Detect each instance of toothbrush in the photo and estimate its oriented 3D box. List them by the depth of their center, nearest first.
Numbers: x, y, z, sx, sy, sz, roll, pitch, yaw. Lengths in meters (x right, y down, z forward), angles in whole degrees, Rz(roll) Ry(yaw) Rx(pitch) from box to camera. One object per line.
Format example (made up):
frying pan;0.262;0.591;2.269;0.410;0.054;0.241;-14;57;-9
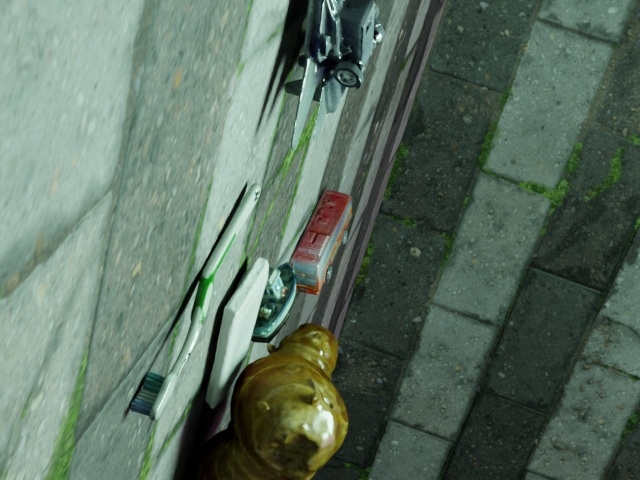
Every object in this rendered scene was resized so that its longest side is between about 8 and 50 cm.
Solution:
toothbrush;-0.115;0.053;1.119;0.030;0.030;0.304;102;9;-52

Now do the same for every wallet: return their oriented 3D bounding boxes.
wallet;-0.107;0.115;1.394;0.124;0.032;0.183;-64;173;-49

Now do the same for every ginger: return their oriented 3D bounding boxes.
ginger;-0.077;0.262;1.491;0.274;0.152;0.357;-90;-156;-54

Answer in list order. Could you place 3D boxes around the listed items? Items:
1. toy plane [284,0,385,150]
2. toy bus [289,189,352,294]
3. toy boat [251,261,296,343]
toy plane;0.020;-0.233;1.121;0.267;0.088;0.212;101;10;-58
toy bus;0.000;0.000;1.855;0.077;0.065;0.192;88;20;-45
toy boat;-0.069;0.076;1.520;0.140;0.059;0.066;-62;144;-45
